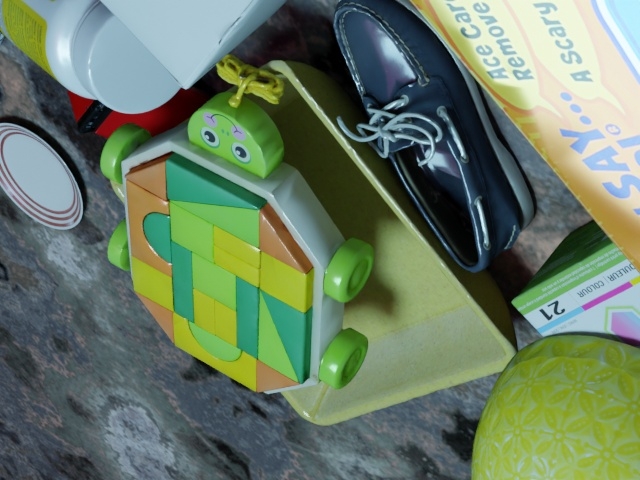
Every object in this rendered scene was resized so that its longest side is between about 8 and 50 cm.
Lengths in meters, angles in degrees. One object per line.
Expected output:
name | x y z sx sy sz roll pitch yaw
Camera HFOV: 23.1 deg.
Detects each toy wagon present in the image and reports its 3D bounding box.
toy wagon | -0.080 -0.010 1.385 0.267 0.068 0.344 27 141 22

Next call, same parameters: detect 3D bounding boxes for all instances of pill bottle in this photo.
pill bottle | -0.202 -0.193 1.358 0.208 0.119 0.119 39 151 46

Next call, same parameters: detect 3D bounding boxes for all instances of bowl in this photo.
bowl | 0.221 0.233 1.235 0.289 0.156 0.289 30 145 24

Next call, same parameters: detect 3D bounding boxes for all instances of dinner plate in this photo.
dinner plate | -0.312 -0.073 1.730 0.141 0.017 0.141 26 142 23

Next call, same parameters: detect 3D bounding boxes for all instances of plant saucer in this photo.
plant saucer | 0.000 0.000 1.445 0.333 0.081 0.332 51 143 -10

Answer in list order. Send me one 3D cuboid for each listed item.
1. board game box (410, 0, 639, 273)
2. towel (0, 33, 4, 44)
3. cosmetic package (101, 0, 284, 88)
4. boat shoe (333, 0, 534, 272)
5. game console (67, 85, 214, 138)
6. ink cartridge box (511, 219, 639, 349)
board game box | 0.336 -0.142 0.704 0.356 0.356 0.356 49 138 -6
towel | -0.417 -0.304 1.508 0.283 0.121 0.235 44 146 0
cosmetic package | -0.152 -0.323 1.198 0.365 0.155 0.197 46 143 -4
boat shoe | 0.081 -0.089 1.274 0.095 0.079 0.254 -6 122 48
game console | -0.180 -0.157 1.517 0.144 0.085 0.124 -38 66 54
ink cartridge box | 0.306 0.082 1.214 0.255 0.097 0.189 47 145 -4
